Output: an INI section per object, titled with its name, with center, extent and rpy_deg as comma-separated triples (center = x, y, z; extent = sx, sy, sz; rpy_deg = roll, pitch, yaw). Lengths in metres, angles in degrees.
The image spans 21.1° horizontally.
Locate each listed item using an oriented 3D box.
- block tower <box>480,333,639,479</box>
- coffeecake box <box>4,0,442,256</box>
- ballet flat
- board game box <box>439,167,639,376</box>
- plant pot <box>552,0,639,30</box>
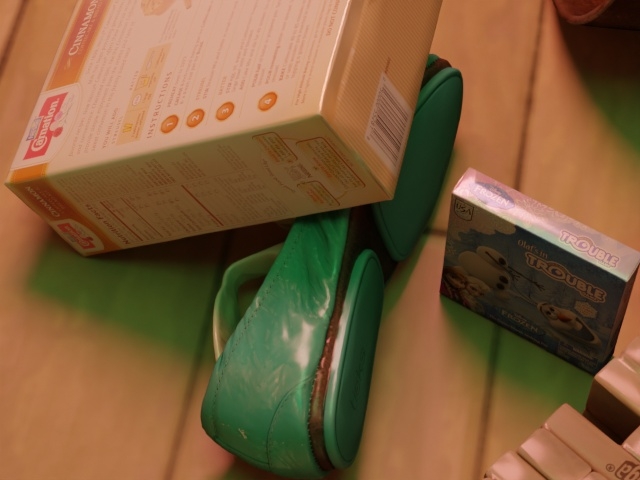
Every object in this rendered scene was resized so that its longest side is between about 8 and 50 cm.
[block tower]
center = 0.060, 0.173, 0.703
extent = 0.097, 0.091, 0.335
rpy_deg = 40, 63, 23
[coffeecake box]
center = -0.045, -0.079, 0.831
extent = 0.185, 0.068, 0.142
rpy_deg = -10, 50, 33
[ballet flat]
center = 0.000, 0.000, 0.827
extent = 0.087, 0.083, 0.247
rpy_deg = 6, 53, 20
[board game box]
center = 0.101, 0.016, 0.809
extent = 0.090, 0.090, 0.020
rpy_deg = 28, 60, 17
[plant pot]
center = 0.265, -0.195, 0.904
extent = 0.230, 0.215, 0.215
rpy_deg = 11, 56, -11
